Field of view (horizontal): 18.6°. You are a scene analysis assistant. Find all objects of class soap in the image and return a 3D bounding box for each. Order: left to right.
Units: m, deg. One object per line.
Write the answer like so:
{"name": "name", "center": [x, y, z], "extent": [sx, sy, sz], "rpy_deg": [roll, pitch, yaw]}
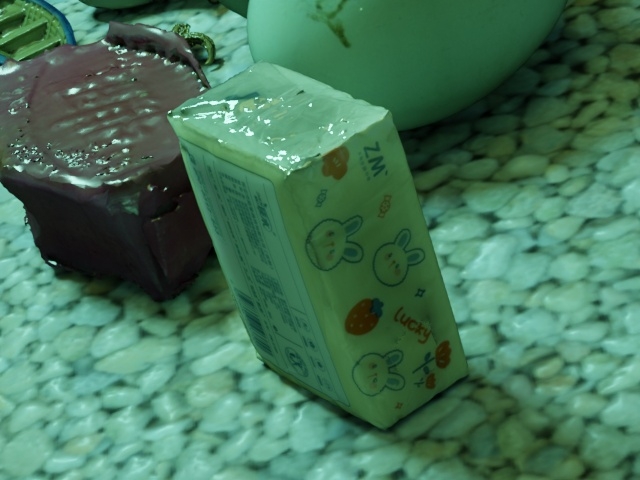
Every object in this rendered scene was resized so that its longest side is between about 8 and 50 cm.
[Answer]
{"name": "soap", "center": [-0.148, -0.059, 1.468], "extent": [0.182, 0.112, 0.289], "rpy_deg": [-25, 33, -3]}

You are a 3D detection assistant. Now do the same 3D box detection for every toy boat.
{"name": "toy boat", "center": [-0.257, -0.172, 1.758], "extent": [0.080, 0.046, 0.229], "rpy_deg": [-28, 33, -14]}

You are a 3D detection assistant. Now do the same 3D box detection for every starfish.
{"name": "starfish", "center": [-0.129, -0.162, 1.689], "extent": [0.091, 0.028, 0.078], "rpy_deg": [-3, 37, 34]}

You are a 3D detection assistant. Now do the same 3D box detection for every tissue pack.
{"name": "tissue pack", "center": [0.000, 0.000, 1.205], "extent": [0.092, 0.196, 0.148], "rpy_deg": [-34, 34, -22]}

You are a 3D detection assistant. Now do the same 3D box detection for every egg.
{"name": "egg", "center": [0.070, -0.180, 1.457], "extent": [0.264, 0.183, 0.183], "rpy_deg": [-23, 31, -19]}

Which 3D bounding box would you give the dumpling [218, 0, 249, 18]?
{"name": "dumpling", "center": [-0.002, -0.304, 1.603], "extent": [0.320, 0.212, 0.270], "rpy_deg": [-52, 2, -42]}

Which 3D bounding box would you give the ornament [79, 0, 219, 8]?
{"name": "ornament", "center": [-0.162, -0.248, 1.802], "extent": [0.156, 0.081, 0.074], "rpy_deg": [-1, 79, 27]}
